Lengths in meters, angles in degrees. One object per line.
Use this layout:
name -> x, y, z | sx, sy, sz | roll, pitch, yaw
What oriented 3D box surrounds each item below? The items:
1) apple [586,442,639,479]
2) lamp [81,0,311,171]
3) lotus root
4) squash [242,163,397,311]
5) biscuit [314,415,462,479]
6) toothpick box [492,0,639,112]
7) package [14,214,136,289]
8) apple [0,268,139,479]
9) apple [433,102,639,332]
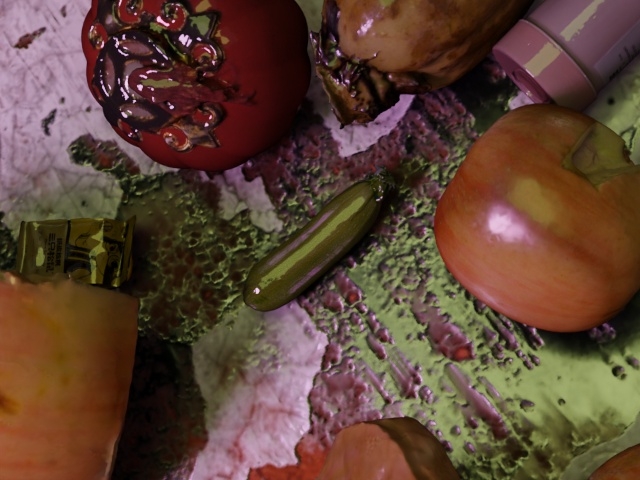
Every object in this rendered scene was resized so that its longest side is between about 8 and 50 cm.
apple -> 0.292, 0.301, 0.897 | 0.277, 0.250, 0.309 | -11, 54, 14
lamp -> -0.120, -0.172, 1.175 | 0.227, 0.227, 0.227 | -5, 74, 17
lotus root -> 0.109, -0.232, 1.139 | 0.314, 0.169, 0.141 | -40, 70, 0
squash -> 0.000, 0.000, 1.177 | 0.183, 0.052, 0.052 | -44, 67, 2
biscuit -> 0.053, 0.351, 0.941 | 0.365, 0.062, 0.385 | -59, 45, 39
toothpick box -> 0.239, -0.188, 1.121 | 0.149, 0.098, 0.098 | -44, 67, 3
package -> -0.236, 0.014, 1.255 | 0.131, 0.047, 0.071 | -4, 72, 16
apple -> -0.334, 0.120, 1.128 | 0.252, 0.309, 0.314 | -108, 31, -54
apple -> 0.195, -0.017, 1.053 | 0.199, 0.199, 0.199 | -5, 74, 17
